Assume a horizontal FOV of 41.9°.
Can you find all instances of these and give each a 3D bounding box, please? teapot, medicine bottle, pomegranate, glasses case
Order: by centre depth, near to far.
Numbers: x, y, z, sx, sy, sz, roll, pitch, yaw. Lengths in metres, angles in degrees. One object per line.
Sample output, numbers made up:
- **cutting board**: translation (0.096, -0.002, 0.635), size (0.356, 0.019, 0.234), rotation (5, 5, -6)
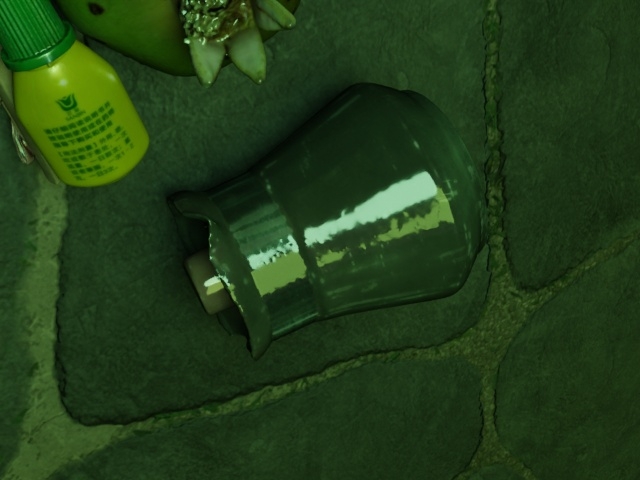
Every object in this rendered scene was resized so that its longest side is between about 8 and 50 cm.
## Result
- **medicine bottle**: translation (-0.265, -0.169, 0.829), size (0.111, 0.076, 0.309), rotation (-29, 145, -9)
- **pomegranate**: translation (-0.147, -0.288, 0.835), size (0.291, 0.323, 0.290), rotation (3, 131, 3)
- **glasses case**: translation (-0.325, -0.148, 0.914), size (0.102, 0.070, 0.193), rotation (-50, 150, -26)
- **teapot**: translation (0.000, 0.000, 1.113), size (0.362, 0.305, 0.376), rotation (-24, 152, -12)
